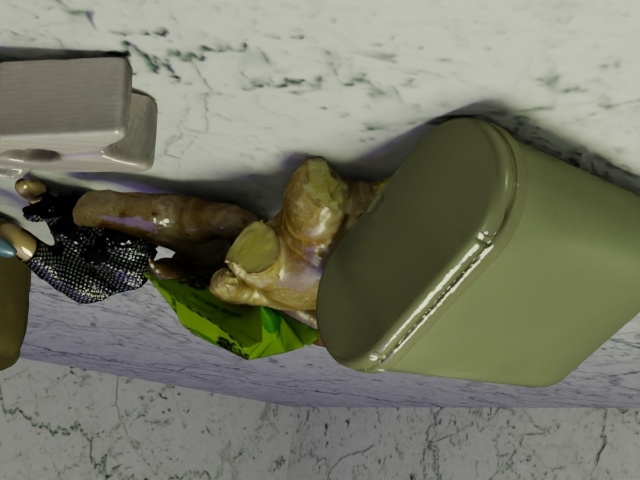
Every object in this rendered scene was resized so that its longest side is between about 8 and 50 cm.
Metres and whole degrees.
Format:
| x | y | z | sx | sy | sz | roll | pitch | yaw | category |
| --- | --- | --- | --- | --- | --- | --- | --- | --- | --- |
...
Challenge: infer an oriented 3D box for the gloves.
| x | y | z | sx | sy | sz | roll | pitch | yaw | category |
| --- | --- | --- | --- | --- | --- | --- | --- | --- | --- |
| -0.276 | -0.016 | 0.897 | 0.129 | 0.106 | 0.181 | 4 | 138 | 28 | gloves |

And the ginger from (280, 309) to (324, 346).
| x | y | z | sx | sy | sz | roll | pitch | yaw | category |
| --- | --- | --- | --- | --- | --- | --- | --- | --- | --- |
| 0.071 | 0.107 | 1.126 | 0.309 | 0.107 | 0.133 | 4 | 178 | 22 | ginger |

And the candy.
| x | y | z | sx | sy | sz | roll | pitch | yaw | category |
| --- | --- | --- | --- | --- | --- | --- | --- | --- | --- |
| -0.099 | 0.085 | 0.873 | 0.148 | 0.069 | 0.246 | 24 | 175 | 16 | candy |

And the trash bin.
| x | y | z | sx | sy | sz | roll | pitch | yaw | category |
| --- | --- | --- | --- | --- | --- | --- | --- | --- | --- |
| 0.156 | 0.031 | 0.698 | 0.247 | 0.121 | 0.243 | 16 | 127 | -33 | trash bin |

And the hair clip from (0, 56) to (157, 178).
| x | y | z | sx | sy | sz | roll | pitch | yaw | category |
| --- | --- | --- | --- | --- | --- | --- | --- | --- | --- |
| -0.298 | -0.096 | 0.625 | 0.330 | 0.085 | 0.101 | -2 | 164 | 7 | hair clip |

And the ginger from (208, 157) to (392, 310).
| x | y | z | sx | sy | sz | roll | pitch | yaw | category |
| --- | --- | --- | --- | --- | --- | --- | --- | --- | --- |
| 0.000 | 0.000 | 0.768 | 0.157 | 0.102 | 0.216 | 23 | 128 | -39 | ginger |

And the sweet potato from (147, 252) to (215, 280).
| x | y | z | sx | sy | sz | roll | pitch | yaw | category |
| --- | --- | --- | --- | --- | --- | --- | --- | --- | --- |
| -0.167 | 0.039 | 1.008 | 0.067 | 0.067 | 0.274 | 5 | 178 | 4 | sweet potato |

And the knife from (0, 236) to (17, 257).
| x | y | z | sx | sy | sz | roll | pitch | yaw | category |
| --- | --- | --- | --- | --- | --- | --- | --- | --- | --- |
| -0.469 | -0.052 | 0.840 | 0.312 | 0.019 | 0.044 | 27 | 152 | -13 | knife |

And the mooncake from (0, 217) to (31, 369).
| x | y | z | sx | sy | sz | roll | pitch | yaw | category |
| --- | --- | --- | --- | --- | --- | --- | --- | --- | --- |
| -0.554 | 0.043 | 1.012 | 0.378 | 0.201 | 0.378 | 2 | 161 | 1 | mooncake |

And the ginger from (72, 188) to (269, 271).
| x | y | z | sx | sy | sz | roll | pitch | yaw | category |
| --- | --- | --- | --- | --- | --- | --- | --- | --- | --- |
| -0.095 | 0.003 | 0.892 | 0.166 | 0.080 | 0.333 | -9 | 153 | 37 | ginger |
